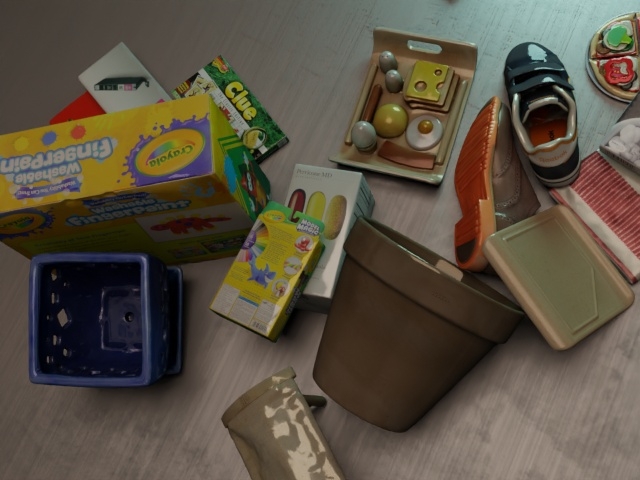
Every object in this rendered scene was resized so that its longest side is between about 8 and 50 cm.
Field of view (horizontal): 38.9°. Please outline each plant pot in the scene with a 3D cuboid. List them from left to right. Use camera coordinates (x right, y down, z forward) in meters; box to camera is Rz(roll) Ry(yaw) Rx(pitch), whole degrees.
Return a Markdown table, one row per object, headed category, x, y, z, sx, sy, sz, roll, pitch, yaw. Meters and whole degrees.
| category | x | y | z | sx | sy | sz | roll | pitch | yaw |
| --- | --- | --- | --- | --- | --- | --- | --- | --- | --- |
| plant pot | -0.377 | 0.144 | 1.664 | 0.235 | 0.212 | 0.236 | -2 | 85 | 14 |
| plant pot | 0.135 | 0.156 | 1.523 | 0.323 | 0.323 | 0.280 | 32 | 96 | 22 |

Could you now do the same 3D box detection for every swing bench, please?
| category | x | y | z | sx | sy | sz | roll | pitch | yaw |
| --- | --- | --- | --- | --- | --- | --- | --- | --- | --- |
| swing bench | -0.034 | 0.376 | 1.486 | 0.165 | 0.255 | 0.253 | -30 | 66 | 2 |

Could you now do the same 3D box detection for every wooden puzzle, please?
| category | x | y | z | sx | sy | sz | roll | pitch | yaw |
| --- | --- | --- | --- | --- | --- | --- | --- | --- | --- |
| wooden puzzle | 0.403 | 0.059 | 1.539 | 0.238 | 0.044 | 0.221 | -22 | 72 | -39 |

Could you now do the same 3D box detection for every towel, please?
| category | x | y | z | sx | sy | sz | roll | pitch | yaw |
| --- | --- | --- | --- | --- | --- | --- | --- | --- | --- |
| towel | 0.610 | -0.105 | 1.628 | 0.329 | 0.037 | 0.237 | -38 | 68 | 0 |

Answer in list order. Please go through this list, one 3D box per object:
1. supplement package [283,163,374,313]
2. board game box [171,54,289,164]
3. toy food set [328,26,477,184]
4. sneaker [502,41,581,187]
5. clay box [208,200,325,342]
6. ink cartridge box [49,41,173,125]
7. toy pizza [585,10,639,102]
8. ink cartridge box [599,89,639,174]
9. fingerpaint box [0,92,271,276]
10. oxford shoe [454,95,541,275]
| category | x | y | z | sx | sy | sz | roll | pitch | yaw |
| --- | --- | --- | --- | --- | --- | --- | --- | --- | --- |
| supplement package | 0.000 | 0.000 | 1.683 | 0.139 | 0.134 | 0.244 | 9 | 73 | 17 |
| board game box | -0.190 | -0.259 | 1.885 | 0.136 | 0.030 | 0.260 | -37 | 66 | -4 |
| toy food set | 0.162 | -0.265 | 1.764 | 0.219 | 0.092 | 0.306 | 14 | 74 | 18 |
| sneaker | 0.408 | -0.263 | 1.669 | 0.126 | 0.127 | 0.321 | -18 | 58 | 15 |
| clay box | -0.085 | 0.052 | 1.583 | 0.127 | 0.053 | 0.222 | 24 | 77 | 23 |
| ink cartridge box | -0.435 | -0.256 | 1.928 | 0.239 | 0.060 | 0.275 | -40 | 66 | -4 |
| toy pizza | 0.607 | -0.354 | 1.721 | 0.201 | 0.032 | 0.201 | -5 | 69 | 12 |
| ink cartridge box | 0.639 | -0.193 | 1.595 | 0.206 | 0.045 | 0.208 | 36 | 90 | 20 |
| fingerpaint box | -0.348 | -0.081 | 1.671 | 0.444 | 0.371 | 0.163 | -10 | 68 | 11 |
| oxford shoe | 0.329 | -0.097 | 1.668 | 0.132 | 0.130 | 0.364 | 15 | 65 | -14 |
